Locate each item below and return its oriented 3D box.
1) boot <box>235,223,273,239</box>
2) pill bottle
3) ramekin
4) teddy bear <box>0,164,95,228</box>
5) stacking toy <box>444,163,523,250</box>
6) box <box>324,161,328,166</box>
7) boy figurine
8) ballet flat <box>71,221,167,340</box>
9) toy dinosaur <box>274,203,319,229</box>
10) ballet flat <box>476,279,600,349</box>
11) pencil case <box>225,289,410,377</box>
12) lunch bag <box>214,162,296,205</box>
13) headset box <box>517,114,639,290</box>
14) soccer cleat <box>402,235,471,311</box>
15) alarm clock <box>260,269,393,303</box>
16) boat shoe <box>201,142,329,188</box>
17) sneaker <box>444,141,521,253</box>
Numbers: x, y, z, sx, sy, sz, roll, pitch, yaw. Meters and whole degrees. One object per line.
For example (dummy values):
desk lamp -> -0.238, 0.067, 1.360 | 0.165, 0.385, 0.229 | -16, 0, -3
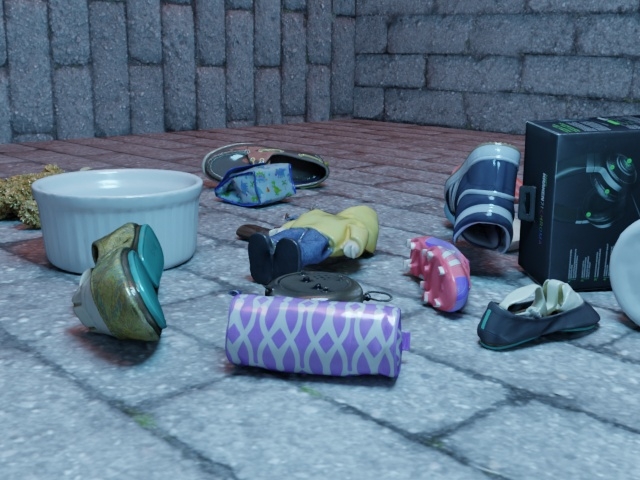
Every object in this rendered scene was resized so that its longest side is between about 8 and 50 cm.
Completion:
boot -> -0.089, -0.015, 1.457 | 0.106, 0.037, 0.114 | -8, 11, -39
pill bottle -> 0.533, 0.029, 1.038 | 0.278, 0.162, 0.162 | -9, 17, -35
ramekin -> -0.336, -0.036, 1.308 | 0.277, 0.135, 0.277 | 0, 14, 0
teddy bear -> -0.577, -0.098, 1.607 | 0.338, 0.113, 0.245 | 6, 17, 20
stacking toy -> 0.411, -0.038, 1.532 | 0.309, 0.130, 0.279 | -5, 41, -12
box -> -0.072, -0.200, 2.188 | 0.178, 0.042, 0.109 | 2, 13, 8
boy figurine -> 0.000, 0.000, 1.276 | 0.177, 0.092, 0.285 | 9, 15, 32
ballet flat -> -0.263, 0.061, 1.002 | 0.123, 0.123, 0.348 | -2, 15, -11
toy dinosaur -> -0.031, -0.029, 1.544 | 0.082, 0.047, 0.090 | 21, 56, 34
ballet flat -> 0.283, 0.087, 0.978 | 0.203, 0.074, 0.074 | -7, 16, -31
pencil case -> -0.006, 0.107, 0.864 | 0.206, 0.086, 0.088 | 5, -13, 12
lunch bag -> -0.155, -0.130, 1.812 | 0.151, 0.096, 0.129 | -6, 8, 44
headset box -> 0.448, -0.060, 1.192 | 0.283, 0.246, 0.131 | -4, 18, -6
soccer cleat -> 0.188, 0.044, 1.140 | 0.095, 0.083, 0.248 | 4, 11, -7
alarm clock -> 0.009, 0.078, 1.025 | 0.192, 0.064, 0.129 | -2, 14, -25
boat shoe -> -0.138, -0.186, 1.988 | 0.324, 0.116, 0.097 | 2, 10, -18
sneaker -> 0.258, -0.040, 1.287 | 0.099, 0.153, 0.282 | 9, -17, 1
